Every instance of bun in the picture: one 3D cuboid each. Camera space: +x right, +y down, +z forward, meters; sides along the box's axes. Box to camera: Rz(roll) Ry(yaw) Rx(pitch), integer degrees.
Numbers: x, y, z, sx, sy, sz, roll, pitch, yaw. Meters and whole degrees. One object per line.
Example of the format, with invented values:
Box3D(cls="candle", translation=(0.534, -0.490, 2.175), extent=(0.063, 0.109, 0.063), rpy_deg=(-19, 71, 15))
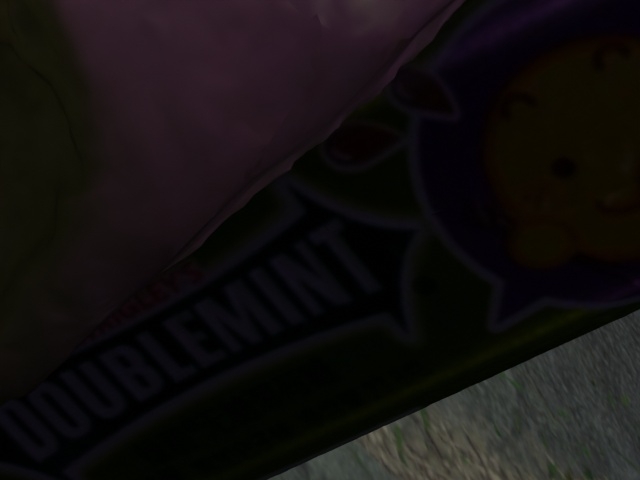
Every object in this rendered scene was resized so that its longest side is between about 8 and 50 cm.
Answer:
Box3D(cls="bun", translation=(-0.102, -0.117, 0.490), extent=(0.202, 0.364, 0.364), rpy_deg=(53, 24, -21))

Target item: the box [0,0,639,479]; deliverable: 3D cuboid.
Box3D(cls="box", translation=(0.000, 0.000, 0.565), extent=(0.134, 0.345, 0.097), rpy_deg=(49, 30, -25))
